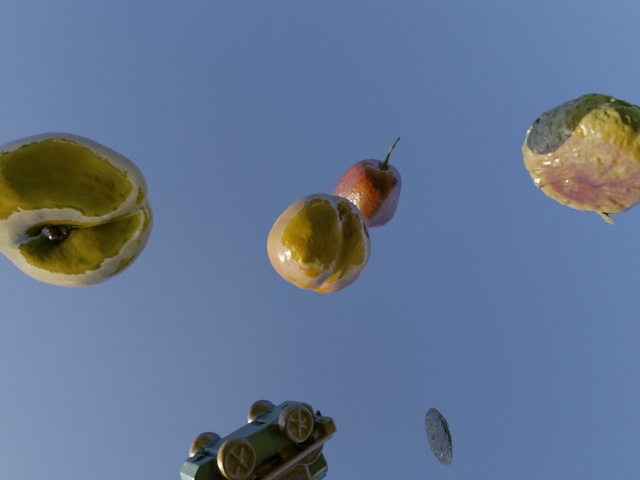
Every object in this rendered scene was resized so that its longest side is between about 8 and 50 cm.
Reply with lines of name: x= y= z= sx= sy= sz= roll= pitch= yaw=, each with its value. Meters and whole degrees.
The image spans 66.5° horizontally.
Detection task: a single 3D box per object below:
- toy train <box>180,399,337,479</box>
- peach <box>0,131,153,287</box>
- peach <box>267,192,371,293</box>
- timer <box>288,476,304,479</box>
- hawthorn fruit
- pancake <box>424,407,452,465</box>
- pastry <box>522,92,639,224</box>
toy train: x=-0.130 y=0.477 z=0.990 sx=0.369 sy=0.163 sz=0.231 roll=-19 pitch=-88 yaw=-39
peach: x=-0.264 y=-0.029 z=0.512 sx=0.180 sy=0.179 sz=0.103 roll=-4 pitch=-137 yaw=-7
peach: x=0.000 y=0.000 z=0.668 sx=0.138 sy=0.138 sz=0.137 roll=1 pitch=-97 yaw=-7
timer: x=-0.038 y=0.509 z=0.822 sx=0.144 sy=0.055 sz=0.187 roll=-39 pitch=-68 yaw=-17
hawthorn fruit: x=0.119 y=-0.124 z=1.095 sx=0.163 sy=0.203 sz=0.162 roll=10 pitch=-131 yaw=-12
pancake: x=0.231 y=0.384 z=0.960 sx=0.011 sy=0.115 sz=0.114 roll=-6 pitch=-96 yaw=-16
pastry: x=0.630 y=-0.193 z=1.141 sx=0.330 sy=0.329 sz=0.136 roll=33 pitch=-114 yaw=-2
